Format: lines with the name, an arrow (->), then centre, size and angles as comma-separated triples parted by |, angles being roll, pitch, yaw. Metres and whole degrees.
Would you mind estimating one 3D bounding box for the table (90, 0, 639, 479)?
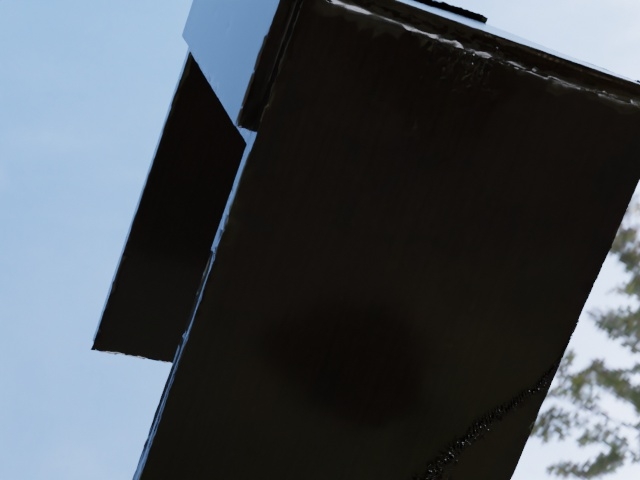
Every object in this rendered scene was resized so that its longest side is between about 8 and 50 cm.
table -> 0.000, 0.000, 0.618 | 0.196, 0.282, 0.250 | 15, -164, -19
